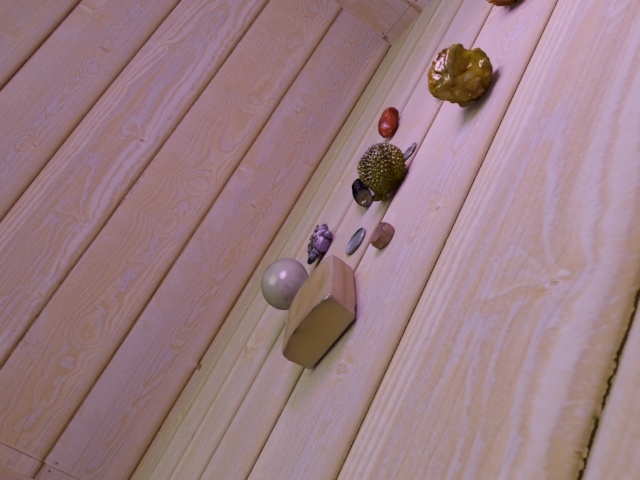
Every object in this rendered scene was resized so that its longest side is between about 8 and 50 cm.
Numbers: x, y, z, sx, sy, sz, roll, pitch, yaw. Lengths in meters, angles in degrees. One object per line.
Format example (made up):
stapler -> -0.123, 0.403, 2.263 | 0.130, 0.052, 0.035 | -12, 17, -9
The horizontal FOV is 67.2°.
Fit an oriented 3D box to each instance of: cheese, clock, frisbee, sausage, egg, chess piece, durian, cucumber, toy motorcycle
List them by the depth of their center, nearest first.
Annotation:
cheese -> -0.003, 0.201, 1.414 | 0.242, 0.124, 0.265 | -49, 14, 20
chess piece -> 0.182, -0.015, 1.429 | 0.084, 0.038, 0.084 | -52, 15, 20
durian -> 0.208, -0.244, 1.636 | 0.146, 0.159, 0.198 | -12, 49, 57
frisbee -> 0.122, 0.002, 1.680 | 0.110, 0.014, 0.110 | -54, 13, 19
clock -> 0.318, -0.319, 1.741 | 0.083, 0.010, 0.074 | -46, 17, 46
egg -> -0.136, 0.166, 1.870 | 0.186, 0.186, 0.253 | -52, 15, 21
cucumber -> 0.161, -0.199, 1.926 | 0.072, 0.072, 0.300 | -54, 11, 14
toy motorcycle -> 0.000, 0.000, 2.040 | 0.152, 0.073, 0.225 | -48, 16, 30
sausage -> 0.305, -0.530, 2.160 | 0.089, 0.089, 0.179 | -43, 20, 50

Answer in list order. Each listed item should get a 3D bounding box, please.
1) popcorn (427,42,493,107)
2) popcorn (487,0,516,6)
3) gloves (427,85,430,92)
popcorn -> 0.406, -0.480, 1.421 | 0.155, 0.197, 0.198 | 112, -177, -59
popcorn -> 0.630, -0.923, 1.589 | 0.332, 0.225, 0.265 | -17, 35, 54
gloves -> 0.450, -0.597, 1.796 | 0.114, 0.070, 0.153 | -58, 2, 37
